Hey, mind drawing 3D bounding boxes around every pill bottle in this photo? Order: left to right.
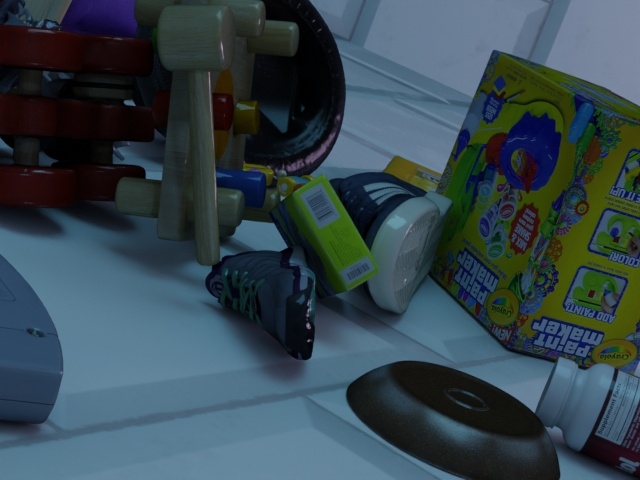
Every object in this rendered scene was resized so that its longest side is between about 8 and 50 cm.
[{"bbox_3d":[0.276,0.164,1.353,0.152,0.086,0.086,23,14,7],"label":"pill bottle"}]

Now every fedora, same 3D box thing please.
[{"bbox_3d":[-0.130,-0.211,1.962,0.334,0.334,0.152,10,-13,-39],"label":"fedora"}]

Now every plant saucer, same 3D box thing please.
[{"bbox_3d":[0.121,0.151,1.285,0.199,0.036,0.198,19,14,-5],"label":"plant saucer"}]

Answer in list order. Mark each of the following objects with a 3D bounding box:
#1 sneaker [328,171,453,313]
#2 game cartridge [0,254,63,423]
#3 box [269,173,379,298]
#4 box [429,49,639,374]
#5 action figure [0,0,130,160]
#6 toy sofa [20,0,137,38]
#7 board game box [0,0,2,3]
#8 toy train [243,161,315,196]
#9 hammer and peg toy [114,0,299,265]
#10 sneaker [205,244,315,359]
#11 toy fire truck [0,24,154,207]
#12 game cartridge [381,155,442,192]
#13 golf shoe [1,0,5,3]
[{"bbox_3d":[0.050,-0.009,1.633,0.148,0.131,0.350,19,6,7],"label":"sneaker"},{"bbox_3d":[-0.301,0.040,1.058,0.198,0.062,0.297,16,14,-35],"label":"game cartridge"},{"bbox_3d":[0.000,0.000,1.467,0.109,0.042,0.178,60,-11,0],"label":"box"},{"bbox_3d":[0.280,-0.036,1.726,0.177,0.279,0.290,15,14,-24],"label":"box"},{"bbox_3d":[-0.311,-0.189,1.745,0.285,0.099,0.185,35,-22,46],"label":"action figure"},{"bbox_3d":[-0.252,-0.307,2.176,0.362,0.150,0.177,8,34,-42],"label":"toy sofa"},{"bbox_3d":[-0.454,-0.273,1.865,0.027,0.145,0.281,48,6,-18],"label":"board game box"},{"bbox_3d":[-0.065,-0.058,1.801,0.166,0.046,0.125,13,15,-9],"label":"toy train"},{"bbox_3d":[-0.122,-0.120,1.453,0.127,0.266,0.361,7,4,9],"label":"hammer and peg toy"},{"bbox_3d":[-0.056,0.057,1.349,0.098,0.083,0.223,1,9,-4],"label":"sneaker"},{"bbox_3d":[-0.319,-0.129,1.502,0.254,0.169,0.302,6,6,25],"label":"toy fire truck"},{"bbox_3d":[0.231,-0.023,2.088,0.324,0.052,0.285,21,14,4],"label":"game cartridge"},{"bbox_3d":[-0.565,-0.360,2.221,0.186,0.067,0.086,18,-13,-11],"label":"golf shoe"}]
